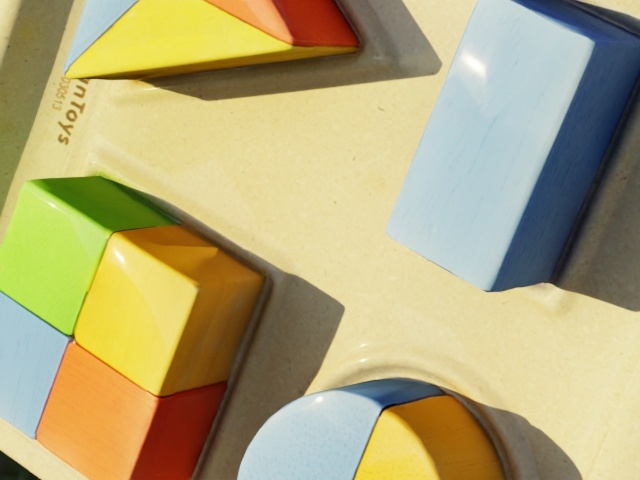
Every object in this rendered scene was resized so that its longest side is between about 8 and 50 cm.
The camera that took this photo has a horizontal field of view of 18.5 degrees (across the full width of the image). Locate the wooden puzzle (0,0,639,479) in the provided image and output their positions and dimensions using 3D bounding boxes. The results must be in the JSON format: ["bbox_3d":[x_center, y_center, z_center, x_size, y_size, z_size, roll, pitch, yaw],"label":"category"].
[{"bbox_3d":[0.000,0.000,0.727,0.348,0.322,0.080,29,18,23],"label":"wooden puzzle"}]
